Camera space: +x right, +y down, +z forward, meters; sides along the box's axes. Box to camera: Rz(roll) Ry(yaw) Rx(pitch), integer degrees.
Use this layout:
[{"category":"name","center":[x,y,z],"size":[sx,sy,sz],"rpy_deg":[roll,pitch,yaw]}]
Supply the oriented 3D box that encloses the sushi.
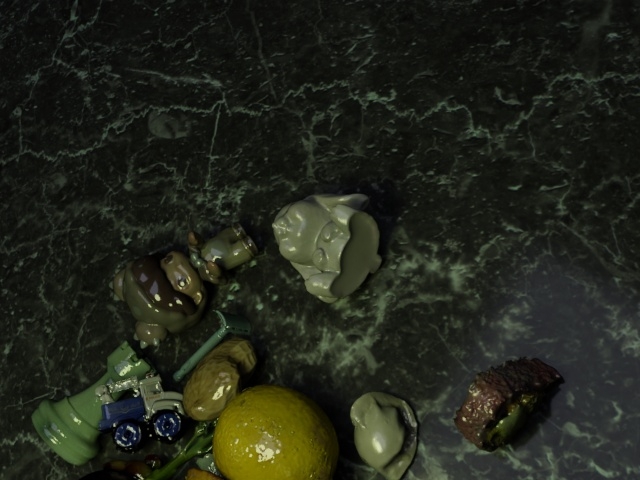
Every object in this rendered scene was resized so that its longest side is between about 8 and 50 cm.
[{"category":"sushi","center":[0.380,0.340,1.630],"size":[0.107,0.241,0.161],"rpy_deg":[42,129,36]}]

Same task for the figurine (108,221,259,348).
[{"category":"figurine","center":[-0.340,0.092,2.023],"size":[0.380,0.203,0.248],"rpy_deg":[-34,66,-4]}]

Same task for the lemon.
[{"category":"lemon","center":[-0.092,0.450,1.722],"size":[0.310,0.258,0.258],"rpy_deg":[35,87,34]}]

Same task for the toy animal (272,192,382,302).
[{"category":"toy animal","center":[0.000,0.000,1.907],"size":[0.265,0.206,0.272],"rpy_deg":[22,100,42]}]

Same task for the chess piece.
[{"category":"chess piece","center":[-0.556,0.398,2.009],"size":[0.299,0.195,0.194],"rpy_deg":[-45,59,-7]}]

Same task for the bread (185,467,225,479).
[{"category":"bread","center":[-0.230,0.663,1.655],"size":[0.358,0.204,0.337],"rpy_deg":[49,136,24]}]

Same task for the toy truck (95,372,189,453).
[{"category":"toy truck","center":[-0.423,0.410,1.903],"size":[0.213,0.161,0.177],"rpy_deg":[-11,74,-14]}]

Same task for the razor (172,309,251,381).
[{"category":"razor","center":[-0.289,0.269,1.990],"size":[0.232,0.106,0.068],"rpy_deg":[-44,59,14]}]

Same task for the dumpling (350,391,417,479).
[{"category":"dumpling","center":[0.143,0.418,1.731],"size":[0.150,0.092,0.176],"rpy_deg":[-30,55,-4]}]

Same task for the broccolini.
[{"category":"broccolini","center":[-0.330,0.487,1.792],"size":[0.078,0.392,0.074],"rpy_deg":[-31,88,50]}]

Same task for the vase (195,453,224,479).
[{"category":"vase","center":[-0.231,0.570,1.846],"size":[0.081,0.081,0.149],"rpy_deg":[-28,64,12]}]

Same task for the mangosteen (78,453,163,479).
[{"category":"mangosteen","center":[-0.466,0.627,1.840],"size":[0.287,0.233,0.288],"rpy_deg":[-25,52,38]}]

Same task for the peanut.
[{"category":"peanut","center":[-0.241,0.329,1.876],"size":[0.196,0.233,0.110],"rpy_deg":[-34,101,25]}]
